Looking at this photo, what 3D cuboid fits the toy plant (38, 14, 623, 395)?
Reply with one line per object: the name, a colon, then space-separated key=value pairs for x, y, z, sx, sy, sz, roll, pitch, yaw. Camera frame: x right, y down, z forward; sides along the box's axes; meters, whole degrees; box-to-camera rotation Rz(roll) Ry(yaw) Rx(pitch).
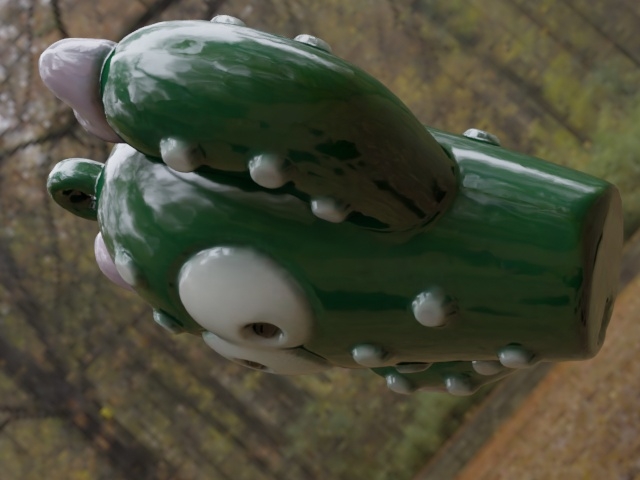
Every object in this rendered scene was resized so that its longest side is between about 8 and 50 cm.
toy plant: x=-0.002 y=-0.003 z=0.640 sx=0.232 sy=0.243 sz=0.112 roll=119 pitch=170 yaw=-64
